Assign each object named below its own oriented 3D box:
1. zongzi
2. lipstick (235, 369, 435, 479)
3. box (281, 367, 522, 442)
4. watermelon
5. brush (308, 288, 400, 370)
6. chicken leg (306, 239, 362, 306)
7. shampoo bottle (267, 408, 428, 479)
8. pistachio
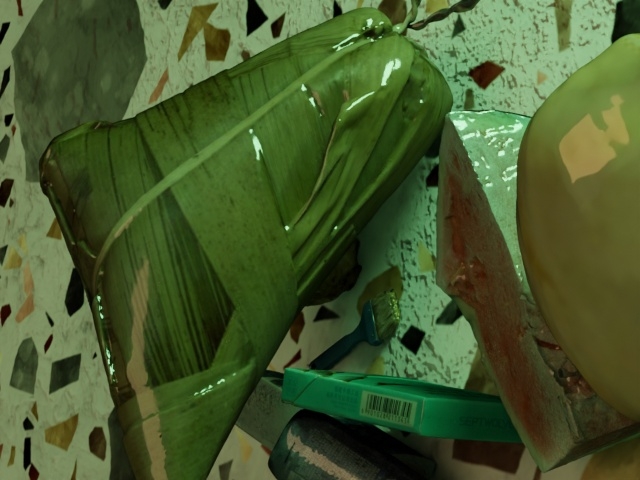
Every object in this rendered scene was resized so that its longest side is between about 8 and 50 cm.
[{"bbox_3d":[0.007,0.010,1.600,0.500,0.218,0.467,-26,60,7],"label":"zongzi"},{"bbox_3d":[0.004,0.212,1.727,0.289,0.077,0.076,23,100,55],"label":"lipstick"},{"bbox_3d":[0.089,0.156,1.546,0.226,0.161,0.042,5,87,56],"label":"box"},{"bbox_3d":[0.197,0.030,1.393,0.224,0.180,0.305,-30,73,24],"label":"watermelon"},{"bbox_3d":[0.034,0.109,1.773,0.164,0.014,0.051,-41,47,43],"label":"brush"},{"bbox_3d":[0.010,-0.045,1.797,0.107,0.087,0.251,10,82,45],"label":"chicken leg"},{"bbox_3d":[0.059,0.251,1.560,0.233,0.049,0.087,31,102,20],"label":"shampoo bottle"},{"bbox_3d":[0.264,-0.009,1.218,0.230,0.230,0.309,4,116,56],"label":"pistachio"}]
